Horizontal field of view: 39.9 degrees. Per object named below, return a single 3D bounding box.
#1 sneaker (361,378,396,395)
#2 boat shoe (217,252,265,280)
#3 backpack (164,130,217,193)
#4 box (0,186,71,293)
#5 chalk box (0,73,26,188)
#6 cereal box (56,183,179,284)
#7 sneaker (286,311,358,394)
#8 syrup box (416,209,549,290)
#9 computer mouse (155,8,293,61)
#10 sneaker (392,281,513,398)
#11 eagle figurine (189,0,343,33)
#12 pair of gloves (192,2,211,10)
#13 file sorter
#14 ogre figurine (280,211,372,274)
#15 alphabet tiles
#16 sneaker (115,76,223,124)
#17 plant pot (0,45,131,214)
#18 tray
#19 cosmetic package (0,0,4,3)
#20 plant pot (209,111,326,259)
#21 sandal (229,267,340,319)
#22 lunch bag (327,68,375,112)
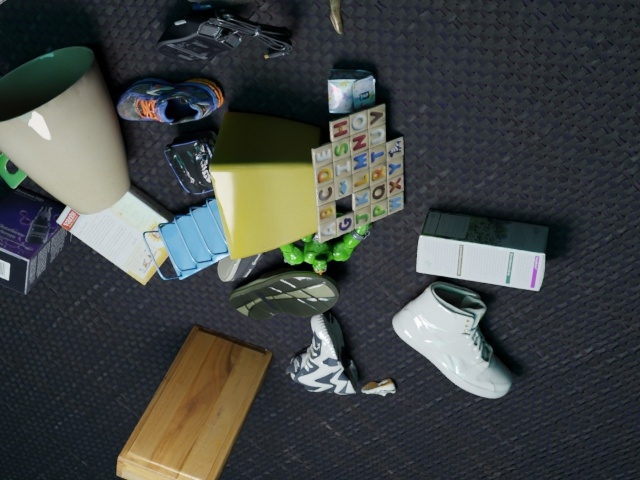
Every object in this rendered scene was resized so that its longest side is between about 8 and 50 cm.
[{"bbox_3d":[0.136,0.348,2.045,0.083,0.032,0.037,-16,120,30],"label":"sneaker"},{"bbox_3d":[-0.149,0.011,1.883,0.065,0.075,0.206,2,138,-40],"label":"boat shoe"},{"bbox_3d":[-0.238,-0.158,1.752,0.105,0.084,0.114,-9,118,26],"label":"backpack"},{"bbox_3d":[-0.661,-0.004,1.943,0.153,0.207,0.108,22,129,1],"label":"box"},{"bbox_3d":[-0.713,-0.233,1.806,0.289,0.179,0.180,43,127,-16],"label":"chalk box"},{"bbox_3d":[-0.430,-0.036,1.920,0.240,0.047,0.173,38,116,-10],"label":"cereal box"},{"bbox_3d":[-0.019,0.263,1.993,0.153,0.094,0.235,-11,132,16],"label":"sneaker"},{"bbox_3d":[0.310,0.017,1.686,0.236,0.093,0.096,9,128,13],"label":"syrup box"},{"bbox_3d":[-0.165,-0.364,1.571,0.184,0.060,0.262,11,171,-36],"label":"computer mouse"},{"bbox_3d":[0.310,0.204,1.823,0.292,0.108,0.169,34,133,-6],"label":"sneaker"},{"bbox_3d":[-0.087,-0.477,1.400,0.298,0.225,0.226,20,94,36],"label":"eagle figurine"},{"bbox_3d":[-0.201,-0.492,1.521,0.159,0.023,0.198,3,128,15],"label":"pair of gloves"},{"bbox_3d":[-0.261,-0.004,1.812,0.170,0.104,0.118,-27,85,16],"label":"file sorter"},{"bbox_3d":[0.000,0.000,1.784,0.197,0.097,0.118,-19,142,-21],"label":"ogre figurine"},{"bbox_3d":[0.073,-0.128,1.616,0.009,0.198,0.237,39,142,46],"label":"alphabet tiles"},{"bbox_3d":[-0.301,-0.263,1.692,0.221,0.087,0.083,-4,124,22],"label":"sneaker"},{"bbox_3d":[-0.490,-0.192,1.720,0.256,0.256,0.274,-7,129,24],"label":"plant pot"},{"bbox_3d":[-0.268,0.375,1.963,0.202,0.411,0.076,19,130,5],"label":"tray"},{"bbox_3d":[-0.721,-0.529,1.620,0.309,0.113,0.160,7,128,14],"label":"cosmetic package"},{"bbox_3d":[-0.084,-0.112,1.665,0.187,0.212,0.212,-4,126,7],"label":"plant pot"},{"bbox_3d":[-0.083,0.102,1.907,0.302,0.086,0.120,-10,129,43],"label":"sandal"},{"bbox_3d":[0.057,-0.267,1.584,0.083,0.053,0.071,3,129,6],"label":"lunch bag"}]
